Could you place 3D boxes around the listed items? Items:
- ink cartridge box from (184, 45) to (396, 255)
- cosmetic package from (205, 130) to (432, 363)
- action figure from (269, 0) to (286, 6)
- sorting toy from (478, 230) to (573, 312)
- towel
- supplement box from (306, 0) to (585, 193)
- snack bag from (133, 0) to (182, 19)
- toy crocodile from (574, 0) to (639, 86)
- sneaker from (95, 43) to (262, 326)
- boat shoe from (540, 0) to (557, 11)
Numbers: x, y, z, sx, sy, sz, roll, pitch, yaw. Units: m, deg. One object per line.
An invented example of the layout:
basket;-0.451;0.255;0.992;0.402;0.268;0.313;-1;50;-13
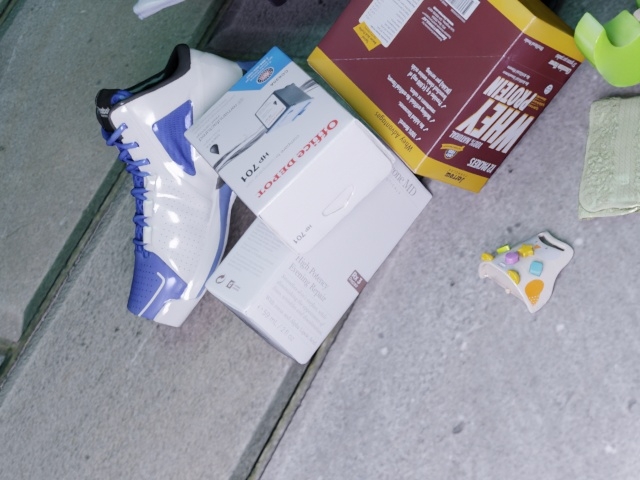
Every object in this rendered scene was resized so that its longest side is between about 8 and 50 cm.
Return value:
ink cartridge box;-0.033;-0.093;1.719;0.139;0.082;0.191;-44;38;0
cosmetic package;0.000;0.000;1.765;0.231;0.117;0.085;-52;42;-7
action figure;-0.118;-0.404;2.199;0.185;0.099;0.285;-50;41;-7
sorting toy;0.204;0.020;1.652;0.075;0.045;0.083;-33;39;-17
towel;0.306;-0.087;1.660;0.110;0.027;0.148;-10;52;31
supplement box;0.130;-0.189;1.731;0.194;0.129;0.191;-52;58;16
snack bag;-0.068;-0.430;2.082;0.342;0.037;0.323;-18;40;24
toy crocodile;0.410;-0.251;1.647;0.340;0.105;0.115;-26;44;14
sneaker;-0.177;-0.080;1.860;0.315;0.182;0.127;-68;18;1
boat shoe;0.259;-0.347;1.836;0.113;0.127;0.340;22;74;45
